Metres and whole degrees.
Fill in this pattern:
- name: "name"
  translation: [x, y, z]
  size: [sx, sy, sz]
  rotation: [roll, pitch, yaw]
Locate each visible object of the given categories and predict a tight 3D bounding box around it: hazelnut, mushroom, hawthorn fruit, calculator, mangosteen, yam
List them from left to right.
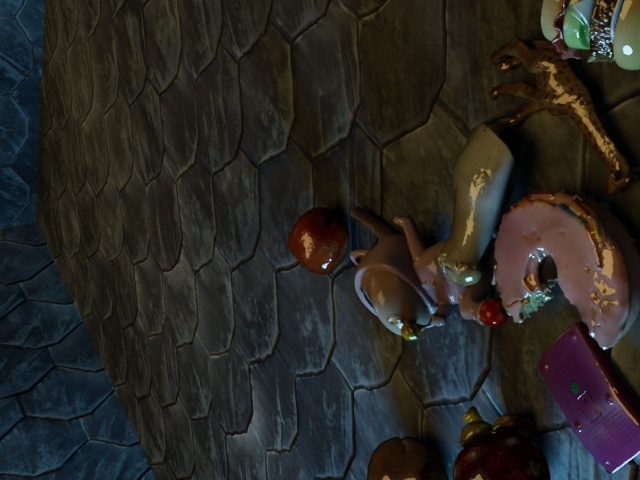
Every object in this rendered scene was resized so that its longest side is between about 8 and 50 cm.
- name: "hawthorn fruit"
  translation: [0.000, 0.000, 1.703]
  size: [0.128, 0.128, 0.128]
  rotation: [30, 126, 51]
- name: "yam"
  translation: [0.104, -0.020, 1.599]
  size: [0.145, 0.032, 0.032]
  rotation: [40, 134, 44]
- name: "hazelnut"
  translation: [0.157, 0.425, 1.598]
  size: [0.154, 0.143, 0.143]
  rotation: [13, 114, 39]
- name: "mushroom"
  translation: [0.219, -0.049, 1.283]
  size: [0.116, 0.093, 0.225]
  rotation: [-82, 12, -80]
- name: "mangosteen"
  translation: [0.272, 0.347, 1.380]
  size: [0.145, 0.156, 0.181]
  rotation: [60, -173, -23]
- name: "calculator"
  translation: [0.375, 0.218, 1.245]
  size: [0.190, 0.034, 0.126]
  rotation: [60, 148, 27]

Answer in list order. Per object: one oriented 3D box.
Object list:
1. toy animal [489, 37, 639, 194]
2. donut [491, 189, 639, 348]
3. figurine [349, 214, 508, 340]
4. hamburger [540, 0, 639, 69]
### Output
- name: "toy animal"
  translation: [0.314, -0.173, 1.170]
  size: [0.275, 0.054, 0.149]
  rotation: [43, 138, 42]
- name: "donut"
  translation: [0.327, 0.026, 1.193]
  size: [0.233, 0.085, 0.199]
  rotation: [18, 117, 56]
- name: "figurine"
  translation: [0.161, 0.062, 1.410]
  size: [0.287, 0.186, 0.176]
  rotation: [-5, 123, 43]
- name: "hamburger"
  translation: [0.338, -0.266, 0.993]
  size: [0.137, 0.175, 0.175]
  rotation: [32, 130, 33]
